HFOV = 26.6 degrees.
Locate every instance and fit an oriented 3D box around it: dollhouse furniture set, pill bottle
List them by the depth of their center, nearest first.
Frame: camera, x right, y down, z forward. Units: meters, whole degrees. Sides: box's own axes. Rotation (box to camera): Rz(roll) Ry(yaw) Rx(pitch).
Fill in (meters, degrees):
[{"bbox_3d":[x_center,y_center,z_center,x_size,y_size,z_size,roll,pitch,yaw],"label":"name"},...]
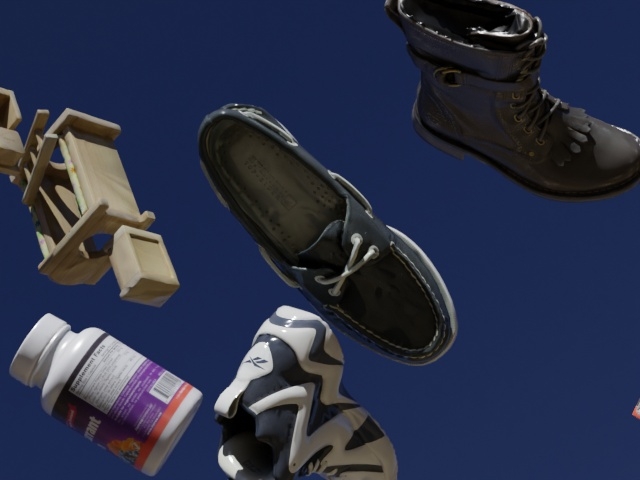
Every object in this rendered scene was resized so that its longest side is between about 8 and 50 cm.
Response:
[{"bbox_3d":[-0.229,-0.016,1.093,0.161,0.182,0.101,16,-51,-45],"label":"dollhouse furniture set"},{"bbox_3d":[-0.235,0.162,1.470,0.193,0.108,0.108,31,-66,3],"label":"pill bottle"}]

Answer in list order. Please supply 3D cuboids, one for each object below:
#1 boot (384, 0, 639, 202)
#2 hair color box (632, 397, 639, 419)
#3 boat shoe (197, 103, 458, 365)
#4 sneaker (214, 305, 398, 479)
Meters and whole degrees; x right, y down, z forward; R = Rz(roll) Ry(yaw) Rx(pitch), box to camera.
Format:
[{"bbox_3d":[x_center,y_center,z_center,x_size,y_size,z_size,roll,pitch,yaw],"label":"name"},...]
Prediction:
[{"bbox_3d":[0.185,-0.134,1.248,0.262,0.091,0.229,16,-19,10],"label":"boot"},{"bbox_3d":[0.327,0.150,1.093,0.141,0.072,0.043,19,-81,-35],"label":"hair color box"},{"bbox_3d":[0.000,0.000,1.214,0.114,0.302,0.091,-49,-5,7],"label":"boat shoe"},{"bbox_3d":[-0.024,0.191,1.209,0.153,0.094,0.235,-45,-46,-30],"label":"sneaker"}]
